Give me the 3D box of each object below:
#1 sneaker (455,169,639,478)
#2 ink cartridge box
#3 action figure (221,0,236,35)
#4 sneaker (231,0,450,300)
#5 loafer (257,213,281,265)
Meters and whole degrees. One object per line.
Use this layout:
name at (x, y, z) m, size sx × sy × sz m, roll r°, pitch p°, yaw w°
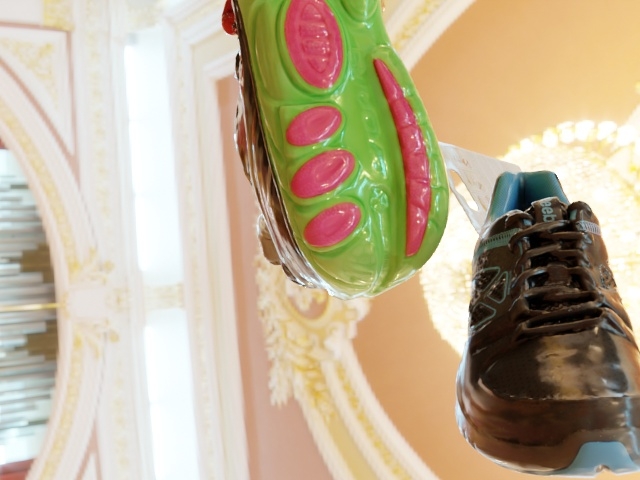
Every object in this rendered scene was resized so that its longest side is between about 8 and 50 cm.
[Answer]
sneaker at (0.153, 0.047, 0.691) m, size 0.341 × 0.125 × 0.140 m, roll -86°, pitch 174°, yaw -72°
ink cartridge box at (0.185, -0.031, 1.049) m, size 0.045 × 0.179 × 0.145 m, roll -48°, pitch -128°, yaw 32°
action figure at (-0.045, -0.301, 1.018) m, size 0.139 × 0.091 × 0.280 m, roll 15°, pitch -42°, yaw 12°
sneaker at (-0.019, -0.180, 0.843) m, size 0.202 × 0.185 × 0.483 m, roll 143°, pitch -53°, yaw -63°
loafer at (0.000, 0.000, 1.170) m, size 0.112 × 0.319 × 0.111 m, roll -3°, pitch -83°, yaw 15°
